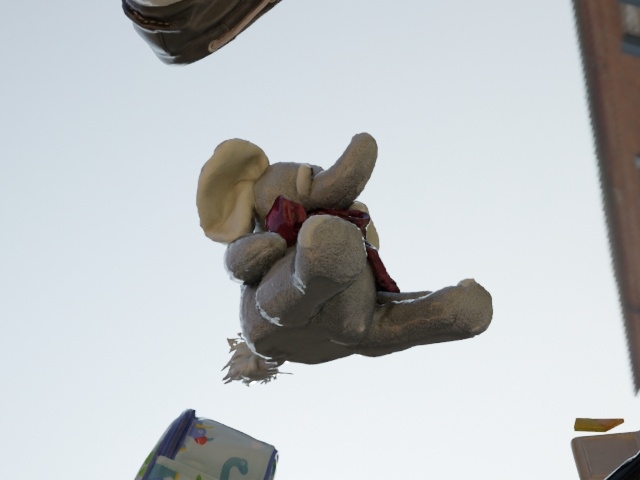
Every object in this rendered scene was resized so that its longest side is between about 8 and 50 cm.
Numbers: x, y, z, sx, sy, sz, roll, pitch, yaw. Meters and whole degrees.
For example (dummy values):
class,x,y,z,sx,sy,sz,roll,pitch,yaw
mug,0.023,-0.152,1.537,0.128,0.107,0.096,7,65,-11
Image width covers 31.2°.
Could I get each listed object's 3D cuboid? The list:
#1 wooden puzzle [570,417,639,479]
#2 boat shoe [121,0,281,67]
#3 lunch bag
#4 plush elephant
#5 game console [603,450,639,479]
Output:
class,x,y,z,sx,sy,sz,roll,pitch,yaw
wooden puzzle,0.275,0.203,1.072,0.116,0.078,0.014,-73,-28,-61
boat shoe,-0.030,-0.271,0.953,0.335,0.112,0.095,-42,-30,-18
lunch bag,-0.106,0.233,0.751,0.176,0.090,0.219,105,-172,-63
plush elephant,0.000,0.000,1.277,0.272,0.330,0.255,19,-124,-34
game console,0.295,0.332,0.934,0.386,0.342,0.060,-51,13,26
